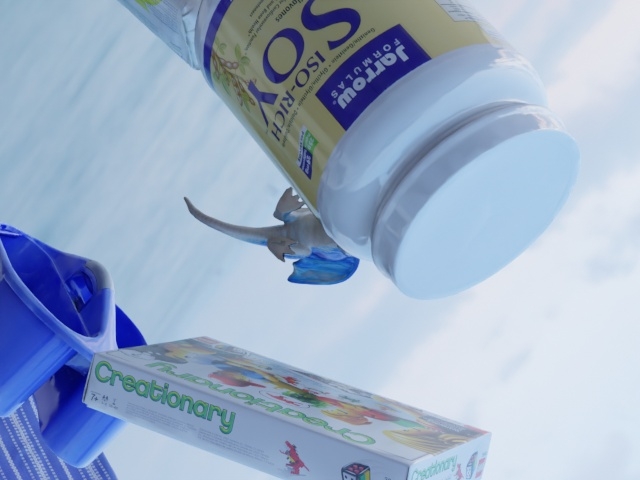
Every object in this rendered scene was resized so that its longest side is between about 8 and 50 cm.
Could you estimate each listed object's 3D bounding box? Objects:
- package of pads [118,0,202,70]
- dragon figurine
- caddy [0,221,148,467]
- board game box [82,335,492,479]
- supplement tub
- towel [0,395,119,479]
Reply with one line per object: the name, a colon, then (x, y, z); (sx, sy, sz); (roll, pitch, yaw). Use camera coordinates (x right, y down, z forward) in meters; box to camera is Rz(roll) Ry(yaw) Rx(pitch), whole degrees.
package of pads: (-0.085, -0.326, 1.691); (0.297, 0.229, 0.101); (-33, 144, -20)
dragon figurine: (0.000, 0.000, 1.724); (0.144, 0.289, 0.085); (63, 26, -73)
caddy: (-0.305, 0.102, 1.806); (0.179, 0.241, 0.341); (-48, -152, 3)
board game box: (-0.026, 0.155, 1.358); (0.193, 0.305, 0.053); (-4, 108, -65)
supplement tub: (0.059, -0.131, 1.445); (0.241, 0.331, 0.241); (-27, 148, -19)
towel: (-0.478, 0.316, 2.268); (0.336, 0.243, 0.040); (-9, 135, -32)
